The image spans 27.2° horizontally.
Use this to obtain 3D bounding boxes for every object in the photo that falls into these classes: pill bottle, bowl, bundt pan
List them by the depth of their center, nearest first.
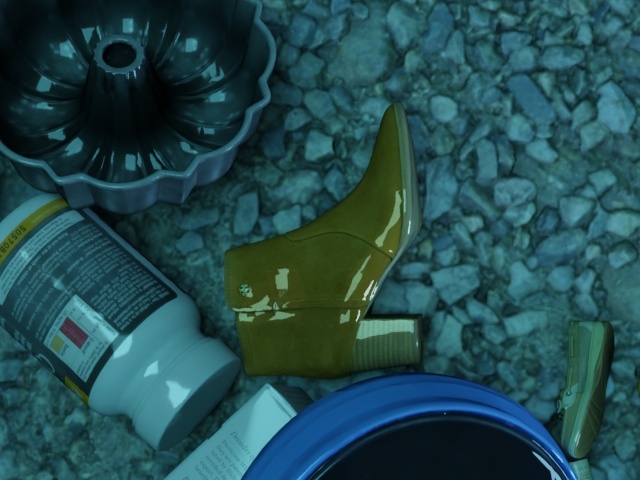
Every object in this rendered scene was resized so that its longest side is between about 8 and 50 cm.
[{"bbox_3d":[0.090,0.323,1.264,0.391,0.077,0.391,-3,100,-19],"label":"bowl"},{"bbox_3d":[-0.229,0.087,1.420,0.278,0.162,0.162,41,92,14],"label":"pill bottle"},{"bbox_3d":[-0.214,-0.164,1.425,0.330,0.124,0.331,2,60,-4],"label":"bundt pan"}]

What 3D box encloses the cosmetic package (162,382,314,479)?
[{"bbox_3d":[-0.054,0.263,1.368,0.183,0.151,0.151,-44,77,3],"label":"cosmetic package"}]

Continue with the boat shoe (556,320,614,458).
[{"bbox_3d":[0.263,0.150,1.350,0.048,0.056,0.153,2,60,28],"label":"boat shoe"}]

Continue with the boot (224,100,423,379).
[{"bbox_3d":[0.000,0.001,1.413,0.211,0.104,0.295,-1,87,11],"label":"boot"}]

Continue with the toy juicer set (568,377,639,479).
[{"bbox_3d":[0.364,0.231,1.318,0.329,0.089,0.209,-35,78,6],"label":"toy juicer set"}]
